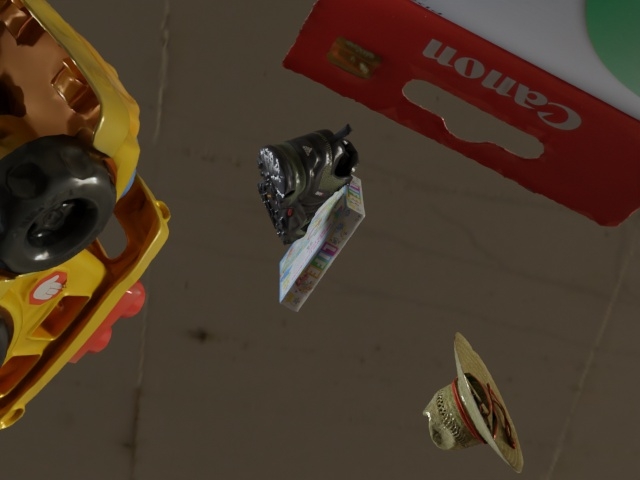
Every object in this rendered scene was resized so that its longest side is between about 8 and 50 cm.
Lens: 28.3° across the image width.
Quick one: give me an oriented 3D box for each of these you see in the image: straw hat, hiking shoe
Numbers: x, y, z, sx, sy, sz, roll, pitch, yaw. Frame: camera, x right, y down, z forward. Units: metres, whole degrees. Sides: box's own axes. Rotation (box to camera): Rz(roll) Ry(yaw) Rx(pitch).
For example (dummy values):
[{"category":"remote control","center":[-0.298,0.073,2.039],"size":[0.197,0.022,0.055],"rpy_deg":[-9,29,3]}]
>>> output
[{"category":"straw hat","center":[0.126,0.157,1.136],"size":[0.061,0.144,0.144],"rpy_deg":[-25,-61,14]},{"category":"hiking shoe","center":[-0.007,-0.063,1.434],"size":[0.114,0.227,0.086],"rpy_deg":[-23,-101,-8]}]

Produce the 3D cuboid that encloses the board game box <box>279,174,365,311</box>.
[{"category":"board game box","center":[0.000,0.000,1.558],"size":[0.026,0.103,0.154],"rpy_deg":[29,-66,-15]}]

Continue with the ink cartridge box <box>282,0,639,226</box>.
[{"category":"ink cartridge box","center":[0.089,-0.073,0.480],"size":[0.181,0.056,0.224],"rpy_deg":[26,-34,-7]}]

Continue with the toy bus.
[{"category":"toy bus","center":[-0.154,-0.006,0.654],"size":[0.220,0.149,0.211],"rpy_deg":[-48,-29,14]}]
